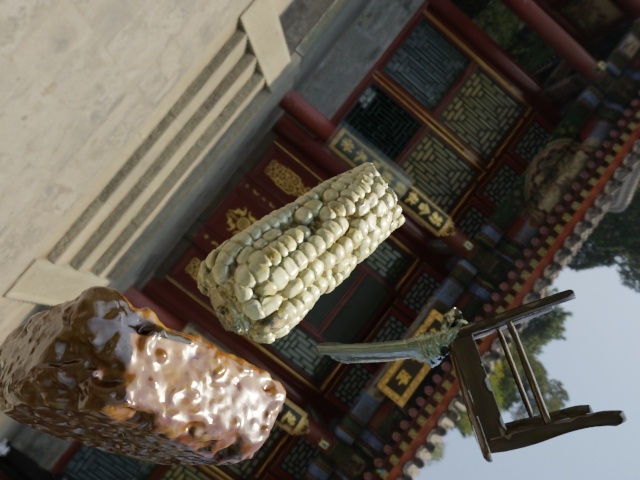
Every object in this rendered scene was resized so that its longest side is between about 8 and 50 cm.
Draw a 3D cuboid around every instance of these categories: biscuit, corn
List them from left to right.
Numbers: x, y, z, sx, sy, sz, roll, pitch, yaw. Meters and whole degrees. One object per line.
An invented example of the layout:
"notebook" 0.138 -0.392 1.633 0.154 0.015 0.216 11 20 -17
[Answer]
"biscuit" -0.300 0.254 0.827 0.342 0.395 0.167 -20 -136 40
"corn" 0.000 0.000 0.415 0.210 0.087 0.087 -36 178 -28

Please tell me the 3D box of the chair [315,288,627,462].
"chair" 0.172 0.182 0.642 0.318 0.186 0.160 -18 162 9
